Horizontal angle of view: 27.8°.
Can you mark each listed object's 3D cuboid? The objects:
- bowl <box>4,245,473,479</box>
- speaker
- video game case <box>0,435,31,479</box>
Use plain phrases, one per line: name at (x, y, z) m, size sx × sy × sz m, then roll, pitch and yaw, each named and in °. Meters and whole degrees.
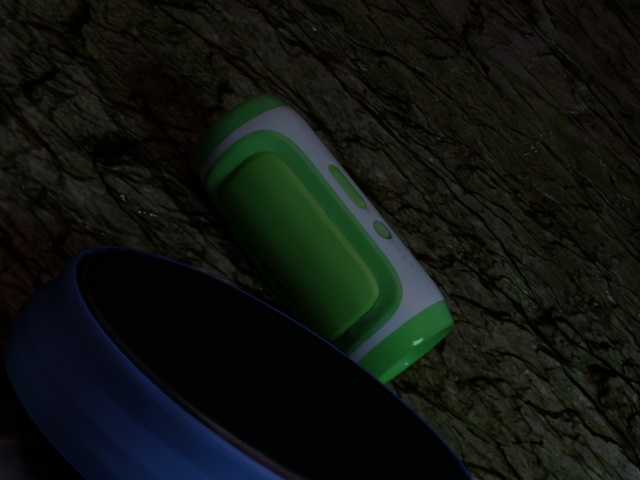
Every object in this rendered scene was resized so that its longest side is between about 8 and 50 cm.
bowl at (-0.045, 0.133, 0.969) m, size 0.391 × 0.077 × 0.391 m, roll 32°, pitch 11°, yaw -7°
speaker at (0.000, 0.000, 1.285) m, size 0.296 × 0.131 × 0.131 m, roll 52°, pitch 30°, yaw 13°
video game case at (-0.240, 0.238, 0.736) m, size 0.196 × 0.026 × 0.274 m, roll 1°, pitch 50°, yaw -32°
